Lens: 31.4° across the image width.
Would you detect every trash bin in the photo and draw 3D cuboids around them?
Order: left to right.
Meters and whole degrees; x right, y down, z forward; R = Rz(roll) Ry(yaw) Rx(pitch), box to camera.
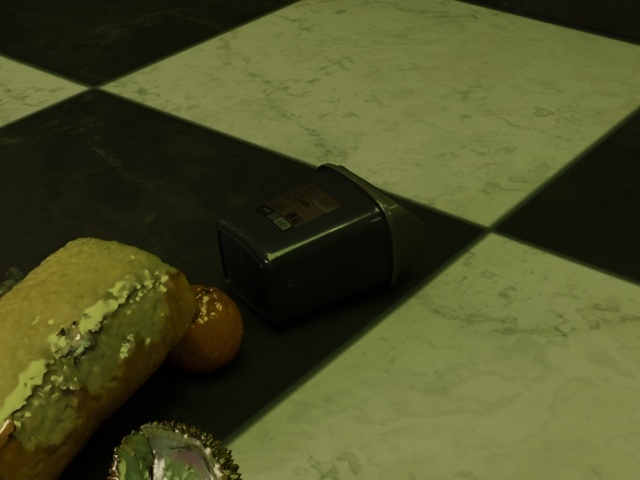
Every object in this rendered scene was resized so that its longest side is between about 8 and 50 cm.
[{"bbox_3d":[0.000,0.000,1.808,0.290,0.182,0.209,-24,39,-25],"label":"trash bin"}]

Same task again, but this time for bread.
[{"bbox_3d":[-0.347,0.167,1.470,0.237,0.165,0.375,15,48,36],"label":"bread"}]

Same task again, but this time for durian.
[{"bbox_3d":[-0.161,0.334,1.305,0.193,0.138,0.237,11,74,18],"label":"durian"}]

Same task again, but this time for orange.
[{"bbox_3d":[-0.179,0.125,1.651,0.136,0.117,0.135,-7,26,3],"label":"orange"}]

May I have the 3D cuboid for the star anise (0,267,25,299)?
[{"bbox_3d":[-0.444,0.098,1.689,0.229,0.093,0.236,9,11,-9],"label":"star anise"}]
